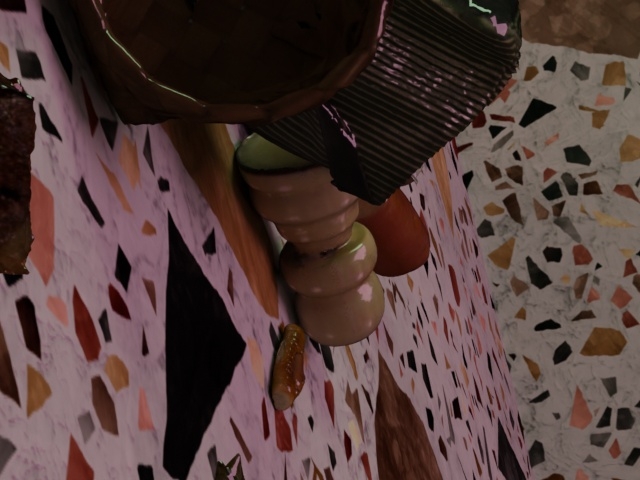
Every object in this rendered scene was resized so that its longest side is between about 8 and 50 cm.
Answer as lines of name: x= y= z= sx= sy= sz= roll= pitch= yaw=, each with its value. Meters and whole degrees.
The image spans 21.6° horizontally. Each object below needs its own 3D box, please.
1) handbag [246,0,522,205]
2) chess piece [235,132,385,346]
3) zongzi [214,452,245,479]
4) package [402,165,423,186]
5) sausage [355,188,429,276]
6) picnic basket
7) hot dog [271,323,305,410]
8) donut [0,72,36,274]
handbag: x=0.013 y=-0.202 z=1.654 sx=0.341 sy=0.240 sz=0.247 roll=31 pitch=16 yaw=-1
chess piece: x=0.000 y=0.000 z=1.868 sx=0.142 sy=0.143 sz=0.261 roll=-82 pitch=162 yaw=-60
zongzi: x=-0.024 y=0.335 z=1.388 sx=0.260 sy=0.123 sz=0.289 roll=52 pitch=23 yaw=-71
package: x=0.049 y=-0.172 z=2.267 sx=0.204 sy=0.062 sz=0.251 roll=49 pitch=7 yaw=-13
sausage: x=0.075 y=-0.024 z=2.228 sx=0.259 sy=0.114 sz=0.113 roll=49 pitch=29 yaw=-62
picnic basket: x=-0.070 y=-0.262 z=1.349 sx=0.337 sy=0.293 sz=0.337 roll=164 pitch=-90 yaw=-76
hot dog: x=-0.031 y=0.135 z=1.777 sx=0.137 sy=0.028 sz=0.044 roll=-81 pitch=160 yaw=-64
donut: x=-0.235 y=-0.132 z=0.961 sx=0.112 sy=0.151 sz=0.295 roll=-114 pitch=-154 yaw=-73
